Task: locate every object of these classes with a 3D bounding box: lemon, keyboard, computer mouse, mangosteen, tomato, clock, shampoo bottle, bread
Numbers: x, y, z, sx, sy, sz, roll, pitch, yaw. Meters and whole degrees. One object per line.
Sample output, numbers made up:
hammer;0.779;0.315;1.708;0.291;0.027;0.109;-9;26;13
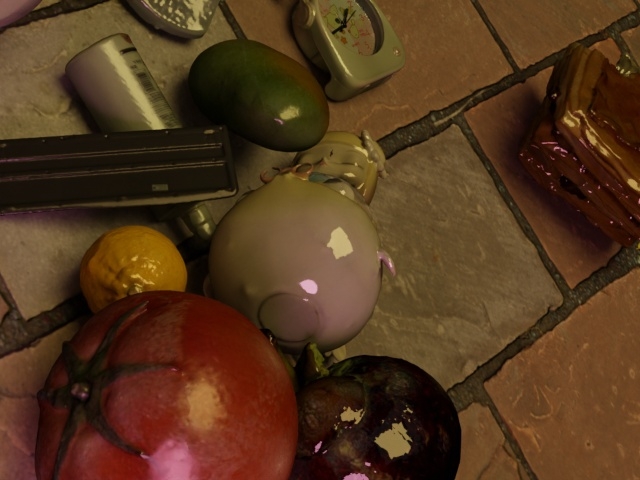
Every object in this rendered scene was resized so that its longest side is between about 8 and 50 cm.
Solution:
lemon;-0.200;0.040;1.500;0.114;0.155;0.114;-1;95;-7
keyboard;-0.177;-0.086;1.560;0.381;0.041;0.104;-7;66;-11
computer mouse;-0.177;-0.362;1.811;0.128;0.079;0.231;31;64;-22
mangosteen;0.022;0.200;1.541;0.289;0.231;0.231;54;42;-8
tomato;-0.144;0.184;1.376;0.264;0.265;0.265;22;53;-32
clock;0.026;-0.296;1.966;0.151;0.062;0.191;-29;87;-47
shampoo bottle;-0.194;-0.109;1.633;0.085;0.085;0.262;-31;89;-48
bread;0.459;-0.163;2.202;0.314;0.191;0.370;41;40;-12

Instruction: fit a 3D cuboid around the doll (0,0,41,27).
doll;-0.396;-0.338;1.529;0.251;0.221;0.221;-17;77;-19

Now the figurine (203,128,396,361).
figurine;0.000;0.000;1.707;0.394;0.226;0.275;-74;156;-55

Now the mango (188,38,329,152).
mango;-0.067;-0.175;1.699;0.156;0.251;0.114;22;95;-32
